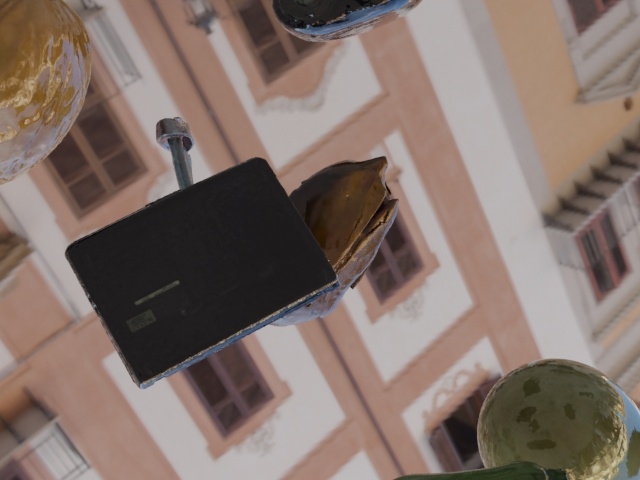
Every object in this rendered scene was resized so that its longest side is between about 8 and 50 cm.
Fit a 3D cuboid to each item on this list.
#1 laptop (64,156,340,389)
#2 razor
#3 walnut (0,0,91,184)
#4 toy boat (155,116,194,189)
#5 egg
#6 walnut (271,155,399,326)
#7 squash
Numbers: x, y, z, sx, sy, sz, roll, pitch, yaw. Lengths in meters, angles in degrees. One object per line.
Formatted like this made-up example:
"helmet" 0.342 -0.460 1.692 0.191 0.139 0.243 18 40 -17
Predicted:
"laptop" -0.105 0.021 0.947 0.207 0.154 0.026 -26 165 -19
"razor" 0.057 -0.356 1.519 0.204 0.114 0.349 -16 -171 15
"walnut" -0.323 -0.156 0.999 0.222 0.195 0.195 -51 -163 29
"toy boat" -0.130 -0.054 1.043 0.034 0.122 0.096 -17 172 2
"egg" 0.354 0.284 1.504 0.218 0.295 0.218 -26 -126 41
"walnut" 0.000 0.000 1.234 0.245 0.137 0.137 -59 -153 12
"squash" 0.168 0.289 1.184 0.219 0.068 0.077 -11 -170 12
